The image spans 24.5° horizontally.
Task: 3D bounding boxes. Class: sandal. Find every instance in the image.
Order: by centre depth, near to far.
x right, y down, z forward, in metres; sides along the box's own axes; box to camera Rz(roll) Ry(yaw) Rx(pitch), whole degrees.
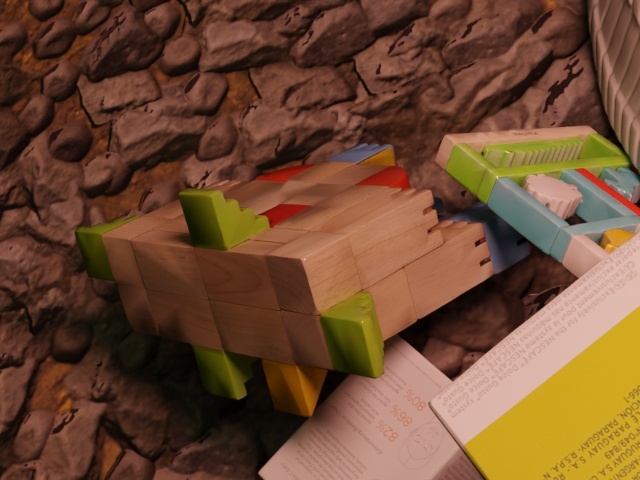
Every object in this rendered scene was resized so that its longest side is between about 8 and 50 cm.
[{"bbox_3d":[0.322,-0.124,1.254,0.102,0.169,0.416,-4,45,-10],"label":"sandal"}]

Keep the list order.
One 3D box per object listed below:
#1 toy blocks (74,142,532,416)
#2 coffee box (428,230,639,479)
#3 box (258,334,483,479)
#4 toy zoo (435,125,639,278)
[{"bbox_3d":[0.000,0.000,1.303,0.261,0.190,0.381,-28,21,-36],"label":"toy blocks"},{"bbox_3d":[0.331,0.173,0.910,0.338,0.337,0.334,-38,53,1],"label":"coffee box"},{"bbox_3d":[0.059,0.188,1.252,0.170,0.091,0.130,-47,53,-3],"label":"box"},{"bbox_3d":[0.256,-0.008,1.212,0.293,0.192,0.030,42,125,37],"label":"toy zoo"}]
